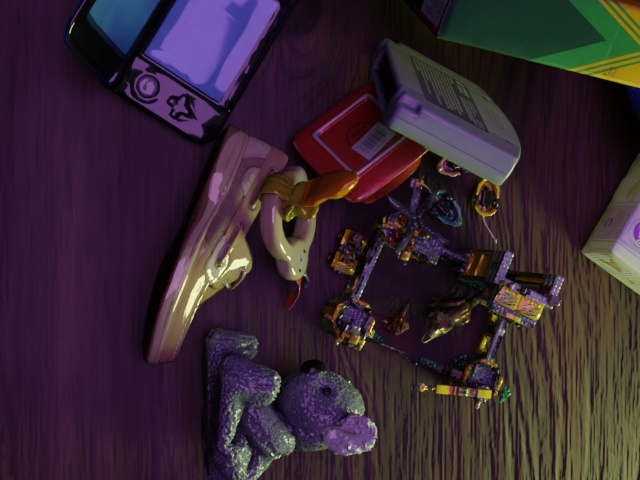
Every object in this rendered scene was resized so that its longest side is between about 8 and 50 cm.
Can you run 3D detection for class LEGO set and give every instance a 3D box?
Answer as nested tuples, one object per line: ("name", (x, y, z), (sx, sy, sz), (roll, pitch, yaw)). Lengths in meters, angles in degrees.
("LEGO set", (0.176, 0.091, 1.449), (0.331, 0.192, 0.255), (33, 82, -13))

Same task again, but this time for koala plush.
("koala plush", (-0.042, 0.233, 1.405), (0.221, 0.196, 0.203), (1, 102, -16))

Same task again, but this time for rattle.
("rattle", (0.000, 0.000, 1.402), (0.143, 0.130, 0.199), (-5, 106, 12))

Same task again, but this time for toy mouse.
("toy mouse", (0.194, -0.080, 1.536), (0.143, 0.031, 0.161), (4, 89, -15))

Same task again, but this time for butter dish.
("butter dish", (0.070, -0.118, 1.466), (0.160, 0.118, 0.160), (-38, 56, -8))

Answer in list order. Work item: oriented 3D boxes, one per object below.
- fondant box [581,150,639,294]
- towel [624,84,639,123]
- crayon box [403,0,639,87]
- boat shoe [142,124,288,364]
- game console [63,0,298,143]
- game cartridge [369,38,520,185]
("fondant box", (0.606, 0.008, 1.616), (0.330, 0.096, 0.238), (34, 82, -12))
("towel", (0.543, -0.288, 1.554), (0.228, 0.076, 0.308), (-16, 73, -16))
("crayon box", (0.268, -0.325, 1.383), (0.313, 0.363, 0.106), (12, 114, -15))
("boat shoe", (-0.141, 0.016, 1.400), (0.110, 0.121, 0.341), (24, 82, -15))
("game console", (-0.164, -0.307, 1.354), (0.250, 0.173, 0.293), (32, 85, -18))
("game cartridge", (0.169, -0.176, 1.407), (0.198, 0.297, 0.062), (30, 112, -15))
